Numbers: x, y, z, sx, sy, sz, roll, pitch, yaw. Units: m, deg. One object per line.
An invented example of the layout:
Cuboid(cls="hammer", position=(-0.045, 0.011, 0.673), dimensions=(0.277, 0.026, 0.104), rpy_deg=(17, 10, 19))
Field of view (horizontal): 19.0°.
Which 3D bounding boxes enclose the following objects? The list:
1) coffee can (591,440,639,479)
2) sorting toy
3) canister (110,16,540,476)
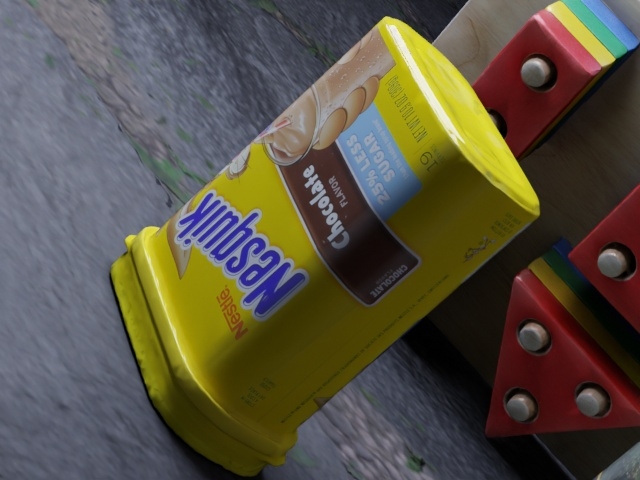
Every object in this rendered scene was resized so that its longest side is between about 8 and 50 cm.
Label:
Cuboid(cls="coffee can", position=(0.260, 0.146, 0.949), dimensions=(0.201, 0.275, 0.201), rpy_deg=(42, 17, -16))
Cuboid(cls="sorting toy", position=(0.132, -0.003, 1.066), dimensions=(0.257, 0.255, 0.089), rpy_deg=(47, 41, 7))
Cuboid(cls="canister", position=(0.000, 0.000, 0.814), dimensions=(0.073, 0.170, 0.126), rpy_deg=(34, 21, -39))
